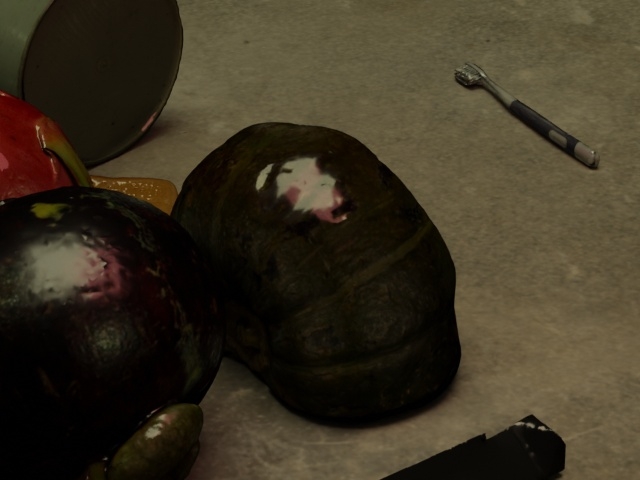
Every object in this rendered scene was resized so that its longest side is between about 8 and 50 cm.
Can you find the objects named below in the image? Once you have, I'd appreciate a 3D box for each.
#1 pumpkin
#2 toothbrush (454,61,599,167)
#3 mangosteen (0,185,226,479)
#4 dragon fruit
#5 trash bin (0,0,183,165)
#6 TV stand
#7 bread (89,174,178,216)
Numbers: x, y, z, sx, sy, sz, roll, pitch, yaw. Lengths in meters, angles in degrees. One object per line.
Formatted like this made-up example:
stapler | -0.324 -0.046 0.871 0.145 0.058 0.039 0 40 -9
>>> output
pumpkin | 0.000 0.000 1.625 0.325 0.232 0.242 27 38 34
toothbrush | 0.240 -0.152 2.059 0.026 0.024 0.288 -17 34 -22
mangosteen | -0.204 0.096 1.440 0.288 0.288 0.288 -1 31 1
dragon fruit | -0.314 -0.024 1.637 0.224 0.227 0.224 -28 17 10
trash bin | -0.395 -0.275 2.065 0.432 0.280 0.280 28 41 35
TV stand | 0.089 0.212 1.435 0.256 0.040 0.049 -20 35 -27
bread | -0.246 -0.013 1.799 0.200 0.077 0.116 2 30 3
